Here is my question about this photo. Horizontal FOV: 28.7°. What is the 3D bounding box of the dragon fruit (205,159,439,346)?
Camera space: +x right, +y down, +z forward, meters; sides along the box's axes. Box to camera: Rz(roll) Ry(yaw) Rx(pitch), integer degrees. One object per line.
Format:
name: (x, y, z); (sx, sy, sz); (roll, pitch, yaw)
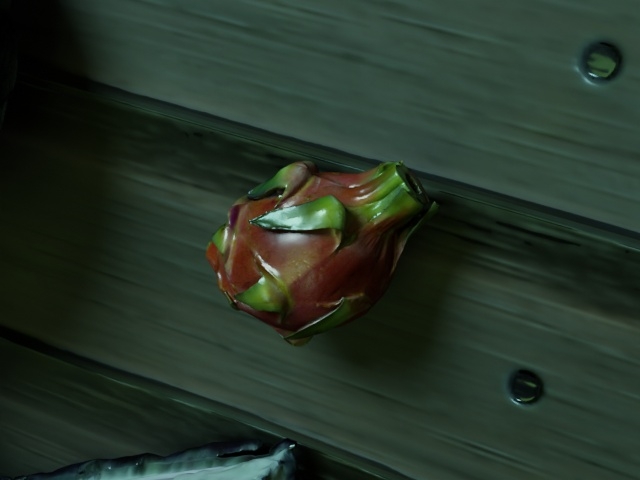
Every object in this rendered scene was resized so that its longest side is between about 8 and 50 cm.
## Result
dragon fruit: (0.002, -0.001, 0.593); (0.116, 0.086, 0.081); (-30, 80, 16)

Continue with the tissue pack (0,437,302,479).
tissue pack: (-0.089, 0.307, 0.705); (0.259, 0.122, 0.361); (-15, 95, 31)

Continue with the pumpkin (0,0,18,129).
pumpkin: (-0.275, -0.097, 0.616); (0.250, 0.250, 0.216); (63, 162, -6)
